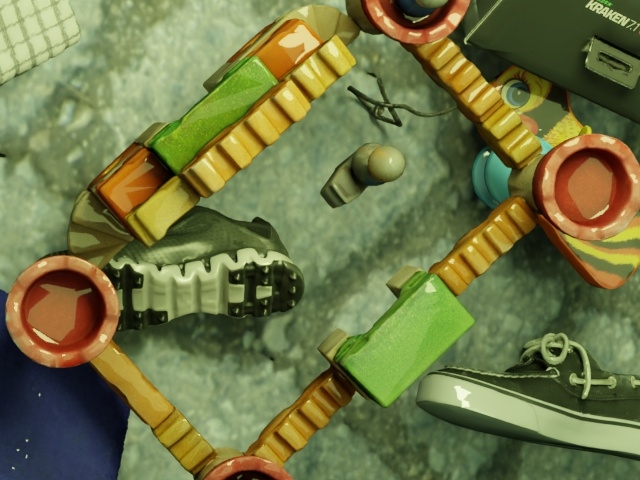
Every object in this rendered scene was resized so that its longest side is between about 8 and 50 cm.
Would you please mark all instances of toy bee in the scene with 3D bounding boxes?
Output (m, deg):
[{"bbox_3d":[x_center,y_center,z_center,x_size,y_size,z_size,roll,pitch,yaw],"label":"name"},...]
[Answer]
[{"bbox_3d":[0.201,-0.099,1.624,0.298,0.195,0.162,39,89,-25],"label":"toy bee"}]

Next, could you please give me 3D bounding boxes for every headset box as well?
[{"bbox_3d":[0.254,-0.252,1.600,0.246,0.131,0.283,21,43,-24],"label":"headset box"}]

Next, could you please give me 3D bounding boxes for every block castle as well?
[{"bbox_3d":[0.000,0.000,1.402,0.453,0.213,0.303,-43,99,-6],"label":"block castle"}]

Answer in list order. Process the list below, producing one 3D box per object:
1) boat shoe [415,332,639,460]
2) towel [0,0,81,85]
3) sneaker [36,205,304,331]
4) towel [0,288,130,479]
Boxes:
[{"bbox_3d":[0.225,0.142,1.697,0.306,0.113,0.105,13,80,-27],"label":"boat shoe"},{"bbox_3d":[-0.333,-0.239,1.392,0.235,0.121,0.283,-36,126,-27],"label":"towel"},{"bbox_3d":[-0.136,0.019,1.546,0.234,0.106,0.078,-2,129,-10],"label":"sneaker"},{"bbox_3d":[-0.272,0.197,1.431,0.228,0.076,0.308,33,52,-33],"label":"towel"}]
